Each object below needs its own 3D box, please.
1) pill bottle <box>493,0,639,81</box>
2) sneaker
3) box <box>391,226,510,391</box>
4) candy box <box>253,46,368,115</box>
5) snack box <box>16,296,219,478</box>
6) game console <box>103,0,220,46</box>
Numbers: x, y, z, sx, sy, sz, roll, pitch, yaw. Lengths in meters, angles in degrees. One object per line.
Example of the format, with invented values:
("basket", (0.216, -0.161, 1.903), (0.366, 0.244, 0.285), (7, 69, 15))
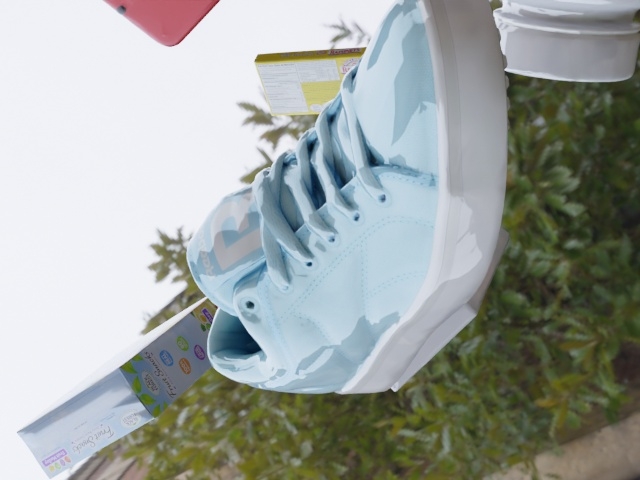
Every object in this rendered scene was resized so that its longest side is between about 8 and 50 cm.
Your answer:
("pill bottle", (0.294, -0.372, 1.106), (0.204, 0.204, 0.361), (-26, -55, -55))
("sneaker", (0.000, 0.000, 0.591), (0.150, 0.366, 0.135), (-4, -127, -15))
("box", (0.121, 0.026, 1.421), (0.215, 0.168, 0.345), (42, -156, 2))
("candy box", (0.011, -0.236, 1.470), (0.027, 0.205, 0.105), (-72, -25, -43))
("snack box", (-0.204, 0.156, 1.089), (0.070, 0.174, 0.207), (56, -150, -3))
("game console", (-0.097, -0.221, 0.643), (0.124, 0.144, 0.085), (36, -135, -20))
